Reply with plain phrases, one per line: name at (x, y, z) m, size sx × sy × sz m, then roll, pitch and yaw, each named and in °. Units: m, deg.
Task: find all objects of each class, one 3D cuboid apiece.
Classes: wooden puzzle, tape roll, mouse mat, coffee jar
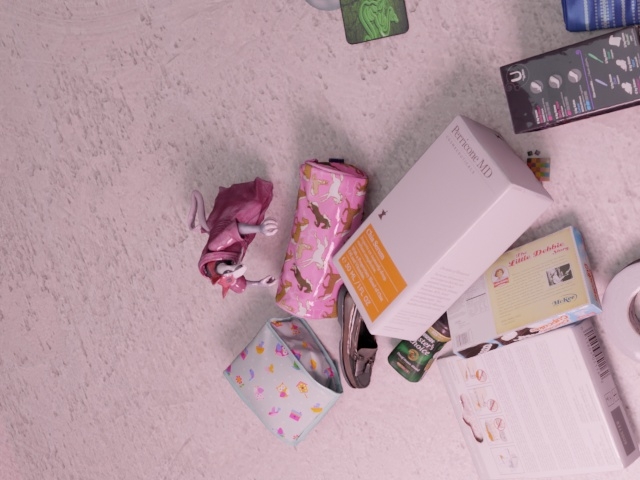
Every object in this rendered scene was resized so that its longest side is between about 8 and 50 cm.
wooden puzzle at (0.466, -0.152, 1.825) m, size 0.049 × 0.006 × 0.083 m, roll 4°, pitch 99°, yaw 29°
tape roll at (0.679, 0.141, 1.708) m, size 0.219 × 0.072 × 0.219 m, roll 5°, pitch 100°, yaw 30°
mouse mat at (0.115, -0.553, 1.945) m, size 0.152 × 0.007 × 0.190 m, roll -8°, pitch 100°, yaw 20°
coffee jar at (0.240, 0.233, 1.970) m, size 0.096 × 0.079 × 0.184 m, roll 40°, pitch 114°, yaw 19°

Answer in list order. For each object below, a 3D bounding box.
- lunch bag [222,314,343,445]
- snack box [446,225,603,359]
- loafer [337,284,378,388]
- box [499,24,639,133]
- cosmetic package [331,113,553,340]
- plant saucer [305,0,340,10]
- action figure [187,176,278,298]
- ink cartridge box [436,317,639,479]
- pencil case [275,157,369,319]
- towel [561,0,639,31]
lunch bag at (-0.077, 0.350, 2.126) m, size 0.262 × 0.160 × 0.223 m, roll 50°, pitch 117°, yaw 21°
snack box at (0.418, 0.114, 1.814) m, size 0.321 × 0.060 × 0.187 m, roll -25°, pitch 54°, yaw 31°
loafer at (0.097, 0.236, 2.024) m, size 0.084 × 0.096 × 0.268 m, roll 6°, pitch 112°, yaw 36°
box at (0.515, -0.311, 1.680) m, size 0.270 × 0.165 × 0.143 m, roll -13°, pitch 91°, yaw 30°
cosmetic package at (0.248, -0.017, 1.838) m, size 0.453 × 0.161 × 0.230 m, roll -50°, pitch 48°, yaw 25°
plant saucer at (0.014, -0.638, 1.996) m, size 0.194 × 0.037 × 0.195 m, roll 4°, pitch 99°, yaw 30°
action figure at (-0.225, -0.011, 2.033) m, size 0.275 × 0.370 × 0.248 m, roll 11°, pitch 126°, yaw 3°
ink cartridge box at (0.467, 0.360, 1.878) m, size 0.385 × 0.091 × 0.308 m, roll -23°, pitch 86°, yaw 47°
pencil case at (0.000, 0.000, 2.030) m, size 0.167 × 0.160 × 0.386 m, roll -141°, pitch 58°, yaw -60°
towel at (0.614, -0.534, 1.623) m, size 0.335 × 0.040 × 0.243 m, roll 1°, pitch 110°, yaw 36°
